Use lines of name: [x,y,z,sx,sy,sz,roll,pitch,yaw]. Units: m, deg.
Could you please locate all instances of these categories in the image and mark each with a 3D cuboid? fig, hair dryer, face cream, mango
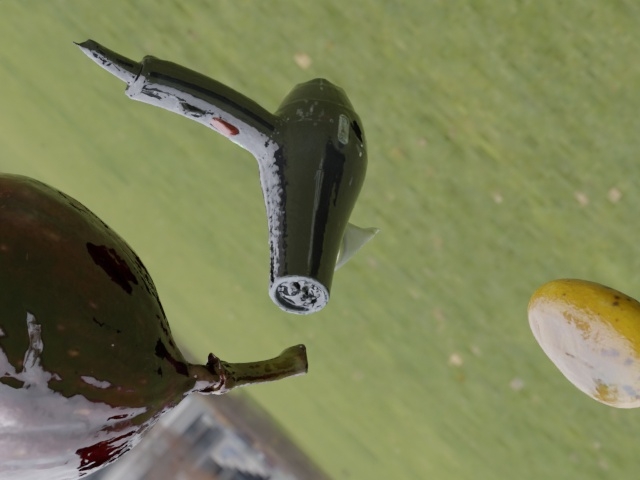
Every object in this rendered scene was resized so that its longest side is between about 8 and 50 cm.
fig: [-0.150,0.068,0.966,0.249,0.186,0.203,17,145,11]
hair dryer: [-0.086,-0.075,1.303,0.272,0.091,0.235,26,-137,-20]
face cream: [0.000,0.000,1.775,0.114,0.070,0.224,1,-176,6]
mango: [0.181,0.064,1.065,0.114,0.057,0.079,32,143,39]
